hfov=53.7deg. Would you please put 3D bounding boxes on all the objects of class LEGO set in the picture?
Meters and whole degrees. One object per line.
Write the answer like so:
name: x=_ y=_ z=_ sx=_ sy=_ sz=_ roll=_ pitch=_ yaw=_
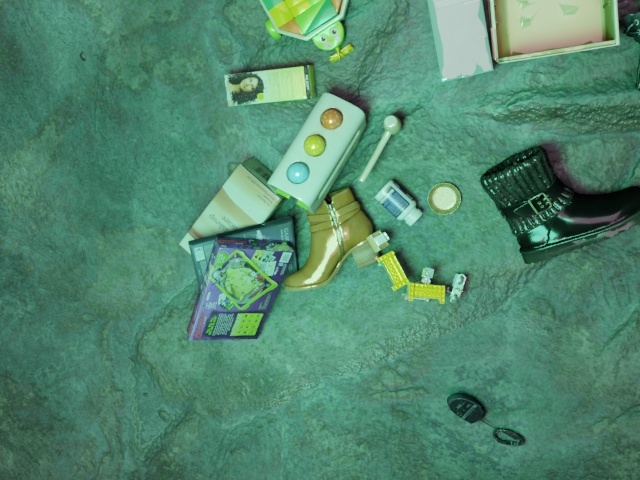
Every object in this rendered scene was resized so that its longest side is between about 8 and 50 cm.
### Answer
LEGO set: x=0.228 y=0.092 z=1.659 sx=0.287 sy=0.107 sz=0.132 roll=27 pitch=80 yaw=-1

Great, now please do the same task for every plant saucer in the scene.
plant saucer: x=0.319 y=-0.108 z=1.629 sx=0.084 sy=0.015 sz=0.083 roll=4 pitch=105 yaw=14

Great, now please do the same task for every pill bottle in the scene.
pill bottle: x=0.204 y=-0.095 z=1.636 sx=0.120 sy=0.067 sz=0.067 roll=43 pitch=110 yaw=1

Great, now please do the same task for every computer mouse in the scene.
computer mouse: x=0.454 y=0.490 z=1.740 sx=0.242 sy=0.041 sz=0.071 roll=34 pitch=119 yaw=-3

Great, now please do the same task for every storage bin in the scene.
storage bin: x=0.508 y=-0.546 z=1.410 sx=0.261 sy=0.123 sz=0.262 roll=-5 pitch=103 yaw=16

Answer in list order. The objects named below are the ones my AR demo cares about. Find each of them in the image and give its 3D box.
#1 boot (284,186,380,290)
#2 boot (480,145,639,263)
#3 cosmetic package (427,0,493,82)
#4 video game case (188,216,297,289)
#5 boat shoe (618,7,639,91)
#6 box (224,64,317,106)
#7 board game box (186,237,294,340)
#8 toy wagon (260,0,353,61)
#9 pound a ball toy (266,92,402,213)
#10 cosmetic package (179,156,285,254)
boot: x=0.000 y=0.000 z=1.677 sx=0.284 sy=0.109 sz=0.220 roll=-22 pitch=104 yaw=10
boot: x=0.583 y=-0.116 z=1.496 sx=0.348 sy=0.131 sz=0.260 roll=-24 pitch=97 yaw=20
cosmetic package: x=0.327 y=-0.500 z=1.483 sx=0.127 sy=0.107 sz=0.237 roll=-7 pitch=105 yaw=16
video game case: x=-0.200 y=0.047 z=1.691 sx=0.274 sy=0.026 sz=0.196 roll=-15 pitch=133 yaw=-13
boat shoe: x=0.709 y=-0.490 z=1.369 sx=0.113 sy=0.127 sz=0.339 roll=11 pitch=105 yaw=13
box: x=-0.131 y=-0.402 z=1.651 sx=0.232 sy=0.058 sz=0.087 roll=-3 pitch=103 yaw=15
board game box: x=-0.222 y=0.140 z=1.714 sx=0.056 sy=0.208 sz=0.346 roll=60 pitch=137 yaw=41
toy wagon: x=-0.028 y=-0.608 z=1.566 sx=0.267 sy=0.068 sz=0.344 roll=-27 pitch=96 yaw=20
pound a ball toy: x=0.038 y=-0.221 z=1.560 sx=0.208 sy=0.136 sz=0.319 roll=30 pitch=83 yaw=14
cosmetic package: x=-0.230 y=-0.064 z=1.727 sx=0.153 sy=0.129 sz=0.296 roll=39 pitch=111 yaw=0
